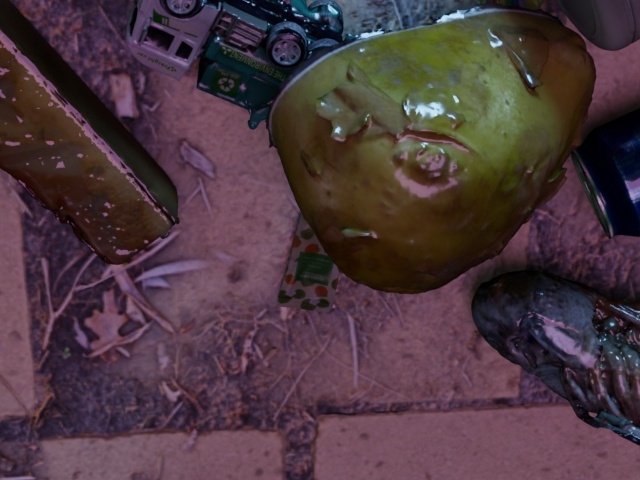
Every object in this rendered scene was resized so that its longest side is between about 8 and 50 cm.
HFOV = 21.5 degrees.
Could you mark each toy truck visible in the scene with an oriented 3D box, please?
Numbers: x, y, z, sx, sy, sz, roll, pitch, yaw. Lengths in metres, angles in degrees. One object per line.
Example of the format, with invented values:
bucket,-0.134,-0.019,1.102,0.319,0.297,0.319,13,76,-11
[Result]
toy truck,-0.072,-0.176,1.529,0.216,0.110,0.116,22,121,-15

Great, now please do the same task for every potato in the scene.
potato,0.119,-0.064,1.494,0.299,0.196,0.246,-15,153,-20

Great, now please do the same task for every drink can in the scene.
drink can,0.349,-0.084,1.606,0.205,0.118,0.118,-23,114,5

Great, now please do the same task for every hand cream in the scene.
hand cream,0.000,0.000,1.656,0.057,0.037,0.165,9,118,-9

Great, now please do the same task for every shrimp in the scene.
shrimp,0.315,0.148,1.672,0.372,0.172,0.137,24,143,0

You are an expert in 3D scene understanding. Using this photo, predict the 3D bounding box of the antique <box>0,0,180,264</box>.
antique,-0.260,-0.111,1.545,0.093,0.087,0.310,-37,113,12

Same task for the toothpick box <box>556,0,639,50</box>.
toothpick box,0.329,-0.329,1.437,0.316,0.229,0.229,-29,113,1

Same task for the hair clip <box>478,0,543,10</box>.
hair clip,0.165,-0.200,1.581,0.060,0.033,0.188,22,109,-15
